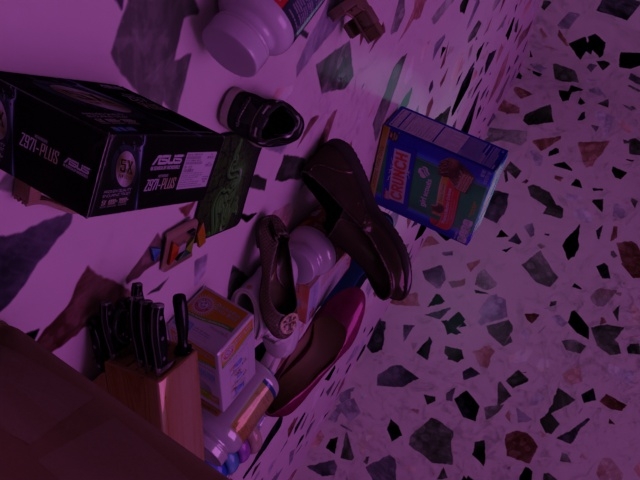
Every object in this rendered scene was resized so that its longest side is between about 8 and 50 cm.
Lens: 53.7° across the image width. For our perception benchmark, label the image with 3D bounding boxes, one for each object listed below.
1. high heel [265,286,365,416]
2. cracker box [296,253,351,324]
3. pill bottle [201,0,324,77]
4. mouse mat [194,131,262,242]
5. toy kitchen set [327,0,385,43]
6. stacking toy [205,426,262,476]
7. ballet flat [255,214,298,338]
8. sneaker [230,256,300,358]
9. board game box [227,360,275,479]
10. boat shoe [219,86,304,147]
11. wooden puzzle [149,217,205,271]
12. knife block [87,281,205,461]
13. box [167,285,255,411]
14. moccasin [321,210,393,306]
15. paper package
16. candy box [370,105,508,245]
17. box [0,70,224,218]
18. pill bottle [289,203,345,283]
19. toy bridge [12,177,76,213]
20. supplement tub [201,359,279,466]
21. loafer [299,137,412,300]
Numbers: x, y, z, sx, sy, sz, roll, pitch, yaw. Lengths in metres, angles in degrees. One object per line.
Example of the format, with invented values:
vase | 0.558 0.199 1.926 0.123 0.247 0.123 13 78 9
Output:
high heel | -0.008 0.281 1.576 0.377 0.127 0.181 -59 174 5
cracker box | 0.002 0.081 1.623 0.232 0.067 0.156 -51 160 -37
pill bottle | -0.064 -0.297 0.791 0.180 0.107 0.108 -58 162 -18
mouse mat | -0.149 -0.091 1.027 0.152 0.007 0.190 -31 145 -61
toy kitchen set | 0.052 -0.373 1.104 0.068 0.083 0.075 -20 -159 46
stacking toy | -0.280 0.509 1.358 0.330 0.141 0.141 -41 153 -37
ballet flat | -0.077 0.073 1.219 0.084 0.058 0.250 -17 106 -49
sneaker | -0.128 0.176 1.341 0.169 0.108 0.293 -45 146 -43
board game box | -0.215 0.528 1.683 0.390 0.050 0.390 -59 163 -13
boat shoe | -0.071 -0.181 0.994 0.233 0.079 0.084 -8 117 -71
wooden puzzle | -0.212 0.008 0.960 0.116 0.014 0.079 -40 153 -42
knife block | -0.218 0.201 0.877 0.242 0.276 0.088 -38 179 36
box | -0.192 0.198 1.142 0.103 0.114 0.203 -48 158 -36
moccasin | 0.096 0.049 1.802 0.342 0.137 0.117 -55 172 24
paper package | -0.295 0.305 0.644 0.168 0.324 0.310 -26 141 -63
candy box | 0.307 -0.174 1.714 0.122 0.317 0.268 -46 155 -40
box | -0.206 -0.095 0.609 0.180 0.147 0.078 -19 134 -65
pill bottle | 0.000 0.000 1.405 0.216 0.121 0.121 -46 156 -45
toy bridge | -0.258 -0.064 0.707 0.188 0.026 0.063 -32 147 -60
supplement tub | -0.194 0.346 1.308 0.200 0.144 0.144 -52 160 -31
loafer | 0.063 -0.024 1.316 0.130 0.366 0.133 -30 -176 -22
